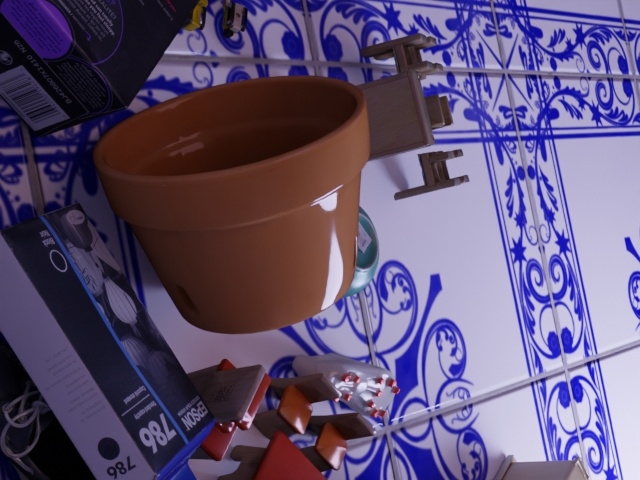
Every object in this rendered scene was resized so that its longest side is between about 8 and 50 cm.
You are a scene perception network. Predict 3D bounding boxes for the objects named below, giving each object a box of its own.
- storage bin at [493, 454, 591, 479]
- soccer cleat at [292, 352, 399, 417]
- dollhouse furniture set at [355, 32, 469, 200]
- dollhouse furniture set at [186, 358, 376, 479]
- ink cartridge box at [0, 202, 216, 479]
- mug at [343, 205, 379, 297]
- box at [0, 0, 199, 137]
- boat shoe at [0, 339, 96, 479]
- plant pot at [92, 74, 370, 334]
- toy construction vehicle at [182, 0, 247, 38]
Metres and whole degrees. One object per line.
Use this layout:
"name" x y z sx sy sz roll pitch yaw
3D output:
"storage bin" 0.320 0.487 1.739 0.262 0.123 0.260 -47 116 -46
"soccer cleat" 0.036 0.175 1.536 0.068 0.076 0.196 -60 149 1
"dollhouse furniture set" 0.084 -0.159 1.661 0.242 0.161 0.212 -16 93 -73
"dollhouse furniture set" -0.052 0.252 1.348 0.259 0.135 0.262 50 46 -29
"ink cartridge box" -0.199 0.128 1.167 0.333 0.065 0.165 59 18 -2
"mug" 0.004 0.009 1.512 0.157 0.097 0.129 3 78 -50
"box" -0.237 -0.263 1.264 0.165 0.143 0.270 52 45 -30
"boat shoe" -0.272 0.174 1.152 0.095 0.079 0.254 -48 116 -44
"plant pot" -0.077 -0.035 1.312 0.291 0.290 0.204 -42 128 -47
"toy construction vehicle" -0.133 -0.288 1.489 0.086 0.035 0.098 17 64 -35
